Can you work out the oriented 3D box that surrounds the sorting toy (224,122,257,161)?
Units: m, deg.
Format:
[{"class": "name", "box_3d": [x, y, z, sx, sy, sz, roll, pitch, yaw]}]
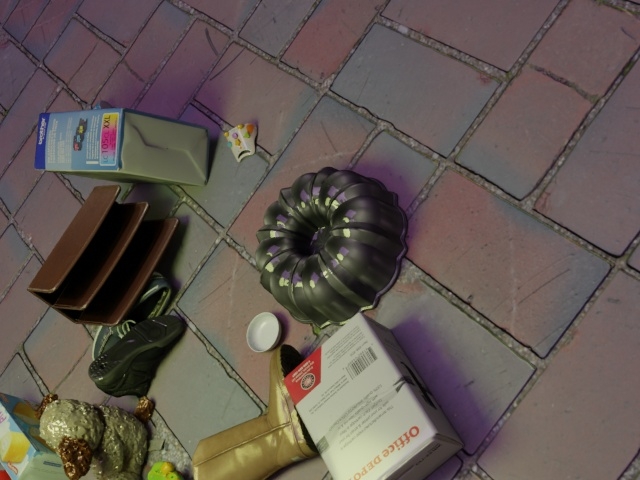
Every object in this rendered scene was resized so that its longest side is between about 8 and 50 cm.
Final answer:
[{"class": "sorting toy", "box_3d": [-0.185, -0.227, 1.886, 0.083, 0.045, 0.075, -27, 75, 26]}]

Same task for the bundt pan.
[{"class": "bundt pan", "box_3d": [0.000, 0.000, 1.578, 0.330, 0.124, 0.331, -16, 61, 32]}]

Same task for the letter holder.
[{"class": "letter holder", "box_3d": [-0.490, 0.032, 1.853, 0.214, 0.152, 0.302, -1, 54, 45]}]

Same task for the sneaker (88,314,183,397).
[{"class": "sneaker", "box_3d": [-0.396, 0.263, 1.789, 0.227, 0.130, 0.087, -40, 53, -21]}]

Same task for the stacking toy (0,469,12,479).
[{"class": "stacking toy", "box_3d": [-0.626, 0.595, 1.740, 0.330, 0.141, 0.141, 22, 84, 34]}]

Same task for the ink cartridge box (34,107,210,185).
[{"class": "ink cartridge box", "box_3d": [-0.501, -0.221, 1.948, 0.395, 0.270, 0.151, 3, 88, 39]}]

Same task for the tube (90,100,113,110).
[{"class": "tube", "box_3d": [-0.673, -0.319, 2.293, 0.207, 0.052, 0.080, -34, 48, 27]}]

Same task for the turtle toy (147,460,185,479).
[{"class": "turtle toy", "box_3d": [-0.310, 0.495, 1.620, 0.095, 0.066, 0.130, -52, 48, 6]}]

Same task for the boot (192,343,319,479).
[{"class": "boot", "box_3d": [-0.137, 0.354, 1.542, 0.269, 0.089, 0.236, -30, 54, 25]}]

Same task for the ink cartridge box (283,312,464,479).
[{"class": "ink cartridge box", "box_3d": [0.085, 0.295, 1.379, 0.197, 0.114, 0.273, -43, 49, 13]}]

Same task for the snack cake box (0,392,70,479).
[{"class": "snack cake box", "box_3d": [-0.672, 0.462, 1.856, 0.264, 0.152, 0.089, 30, 89, 41]}]

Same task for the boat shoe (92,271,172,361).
[{"class": "boat shoe", "box_3d": [-0.426, 0.191, 1.837, 0.254, 0.095, 0.079, -51, 37, -5]}]

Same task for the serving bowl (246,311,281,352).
[{"class": "serving bowl", "box_3d": [-0.110, 0.189, 1.636, 0.083, 0.027, 0.083, -16, 61, 31]}]

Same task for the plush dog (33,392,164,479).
[{"class": "plush dog", "box_3d": [-0.481, 0.406, 1.685, 0.262, 0.225, 0.211, 34, 92, 42]}]
